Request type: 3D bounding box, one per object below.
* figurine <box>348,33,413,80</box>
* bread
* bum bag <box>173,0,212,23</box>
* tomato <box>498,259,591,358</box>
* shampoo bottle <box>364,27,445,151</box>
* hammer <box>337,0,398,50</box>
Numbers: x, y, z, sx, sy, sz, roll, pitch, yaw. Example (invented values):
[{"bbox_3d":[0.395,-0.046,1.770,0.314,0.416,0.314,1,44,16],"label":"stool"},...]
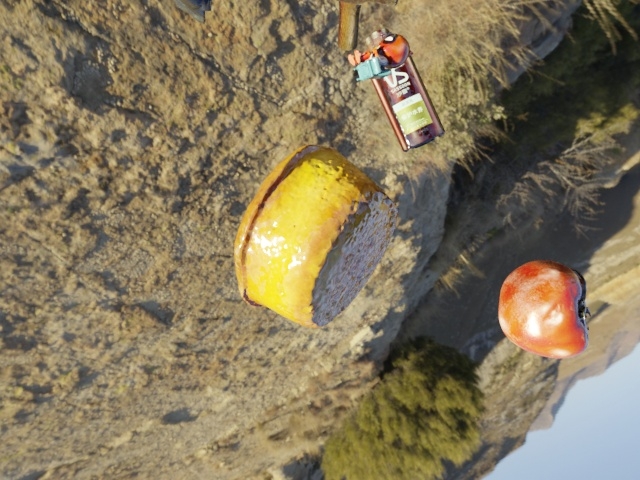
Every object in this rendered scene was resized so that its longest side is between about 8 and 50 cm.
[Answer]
[{"bbox_3d":[0.134,-0.385,0.852,0.140,0.075,0.068,-29,-165,-15],"label":"figurine"},{"bbox_3d":[-0.003,0.001,0.665,0.312,0.172,0.312,-41,148,-33],"label":"bread"},{"bbox_3d":[-0.277,-0.549,0.833,0.137,0.310,0.074,41,82,-20],"label":"bum bag"},{"bbox_3d":[0.418,0.129,0.764,0.152,0.186,0.187,1,171,36],"label":"tomato"},{"bbox_3d":[0.220,-0.413,1.108,0.129,0.322,0.084,-23,-179,10],"label":"shampoo bottle"},{"bbox_3d":[0.083,-0.631,1.126,0.409,0.243,0.095,21,83,-88],"label":"hammer"}]
